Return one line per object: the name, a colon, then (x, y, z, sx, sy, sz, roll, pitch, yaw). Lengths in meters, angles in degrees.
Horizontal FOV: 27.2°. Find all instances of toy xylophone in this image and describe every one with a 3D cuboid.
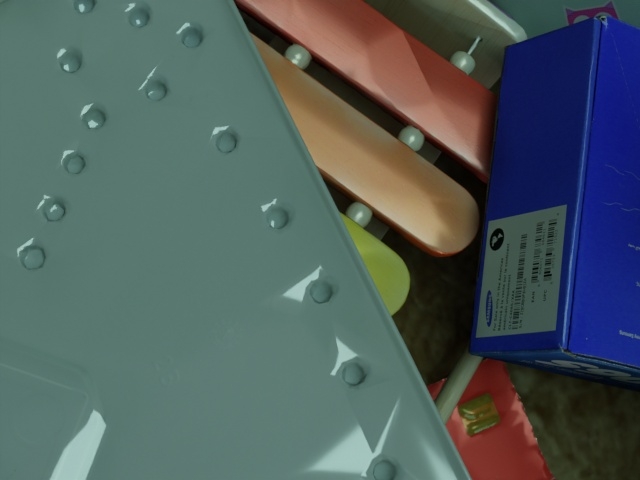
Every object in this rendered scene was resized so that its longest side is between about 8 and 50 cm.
toy xylophone: (0.000, 0.000, 0.683, 0.236, 0.081, 0.322, 28, 75, -4)

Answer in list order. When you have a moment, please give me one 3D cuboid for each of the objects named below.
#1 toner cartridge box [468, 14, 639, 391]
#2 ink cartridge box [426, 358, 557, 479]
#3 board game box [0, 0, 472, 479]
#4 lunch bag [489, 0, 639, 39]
toner cartridge box: (0.245, 0.012, 0.714, 0.348, 0.075, 0.165, 15, 78, -29)
ink cartridge box: (0.075, 0.194, 0.700, 0.181, 0.056, 0.224, -22, 90, -18)
board game box: (-0.156, 0.099, 0.565, 0.390, 0.050, 0.390, -25, 74, -6)
lunch bag: (0.131, -0.234, 0.696, 0.108, 0.224, 0.279, -33, 91, -41)
